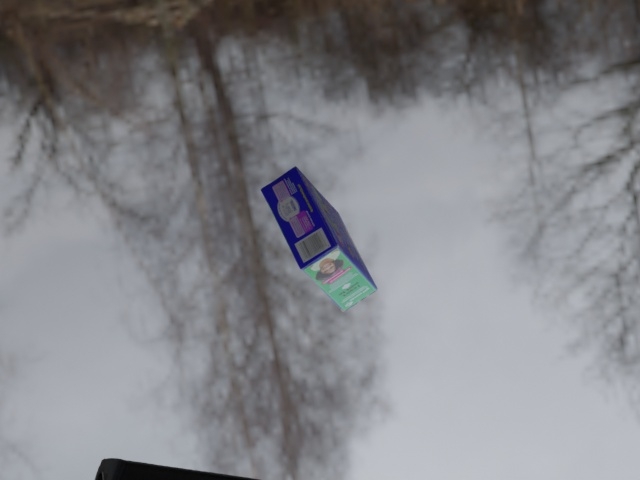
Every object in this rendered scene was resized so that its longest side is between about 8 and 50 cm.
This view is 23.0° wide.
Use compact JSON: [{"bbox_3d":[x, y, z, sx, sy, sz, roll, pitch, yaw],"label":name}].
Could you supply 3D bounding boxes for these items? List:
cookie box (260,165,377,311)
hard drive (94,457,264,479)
[{"bbox_3d":[0.000,0.000,1.360,0.040,0.092,0.107,-32,150,8],"label":"cookie box"},{"bbox_3d":[-0.119,0.304,1.273,0.172,0.255,0.054,10,154,-9],"label":"hard drive"}]
